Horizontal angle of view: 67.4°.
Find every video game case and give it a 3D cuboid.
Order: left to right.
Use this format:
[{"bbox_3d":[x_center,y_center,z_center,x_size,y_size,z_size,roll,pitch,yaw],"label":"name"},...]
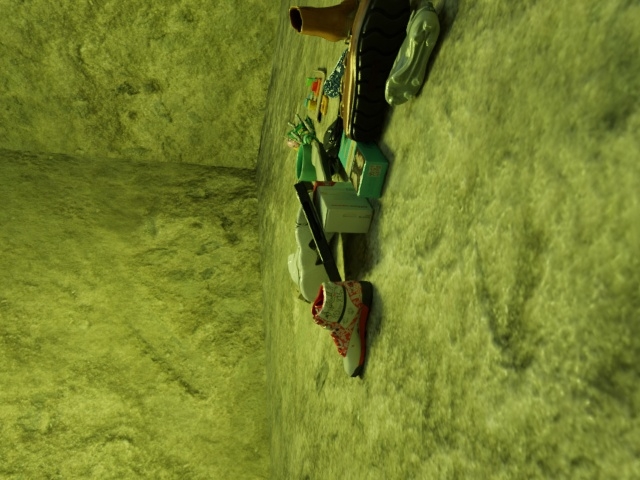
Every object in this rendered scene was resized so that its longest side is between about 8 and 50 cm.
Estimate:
[{"bbox_3d":[0.000,0.000,1.380,0.275,0.035,0.249,67,-178,-65],"label":"video game case"}]

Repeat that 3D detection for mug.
[{"bbox_3d":[-0.027,-0.291,1.747,0.130,0.097,0.158,-100,20,-44],"label":"mug"}]

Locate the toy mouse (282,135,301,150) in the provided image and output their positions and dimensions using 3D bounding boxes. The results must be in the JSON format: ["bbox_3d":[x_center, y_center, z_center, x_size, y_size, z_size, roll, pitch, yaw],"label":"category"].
[{"bbox_3d":[-0.087,-0.379,1.965,0.031,0.160,0.143,-59,36,9],"label":"toy mouse"}]

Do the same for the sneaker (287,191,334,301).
[{"bbox_3d":[-0.042,0.018,1.663,0.210,0.137,0.367,-173,83,-73],"label":"sneaker"}]

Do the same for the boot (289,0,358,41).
[{"bbox_3d":[0.009,-0.674,1.436,0.295,0.211,0.104,-104,22,-50],"label":"boot"}]

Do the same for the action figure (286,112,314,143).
[{"bbox_3d":[-0.078,-0.463,2.021,0.137,0.063,0.232,-47,35,12],"label":"action figure"}]

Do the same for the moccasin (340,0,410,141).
[{"bbox_3d":[0.118,-0.429,1.145,0.147,0.139,0.380,-114,20,-44],"label":"moccasin"}]

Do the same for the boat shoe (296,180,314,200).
[{"bbox_3d":[-0.041,-0.151,1.827,0.069,0.081,0.228,127,136,-62],"label":"boat shoe"}]

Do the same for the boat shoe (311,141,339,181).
[{"bbox_3d":[0.021,-0.249,1.585,0.255,0.078,0.095,-104,17,-57],"label":"boat shoe"}]

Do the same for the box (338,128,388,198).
[{"bbox_3d":[0.107,-0.213,1.265,0.244,0.060,0.101,-107,24,-55],"label":"box"}]

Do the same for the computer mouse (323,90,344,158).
[{"bbox_3d":[0.049,-0.350,1.421,0.262,0.060,0.184,7,-80,-87],"label":"computer mouse"}]

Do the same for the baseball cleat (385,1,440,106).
[{"bbox_3d":[0.191,-0.379,0.983,0.206,0.072,0.110,118,166,-50],"label":"baseball cleat"}]

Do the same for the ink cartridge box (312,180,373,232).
[{"bbox_3d":[0.056,-0.093,1.309,0.175,0.127,0.073,-109,24,-56],"label":"ink cartridge box"}]

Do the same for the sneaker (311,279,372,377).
[{"bbox_3d":[0.044,0.232,1.261,0.090,0.144,0.270,-128,43,-69],"label":"sneaker"}]

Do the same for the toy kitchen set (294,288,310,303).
[{"bbox_3d":[-0.053,0.202,1.892,0.075,0.068,0.083,-58,17,3],"label":"toy kitchen set"}]

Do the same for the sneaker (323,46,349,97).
[{"bbox_3d":[0.093,-0.493,1.341,0.232,0.081,0.090,-30,18,54],"label":"sneaker"}]

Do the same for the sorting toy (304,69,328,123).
[{"bbox_3d":[-0.028,-0.577,1.912,0.348,0.047,0.196,-122,37,-66],"label":"sorting toy"}]
